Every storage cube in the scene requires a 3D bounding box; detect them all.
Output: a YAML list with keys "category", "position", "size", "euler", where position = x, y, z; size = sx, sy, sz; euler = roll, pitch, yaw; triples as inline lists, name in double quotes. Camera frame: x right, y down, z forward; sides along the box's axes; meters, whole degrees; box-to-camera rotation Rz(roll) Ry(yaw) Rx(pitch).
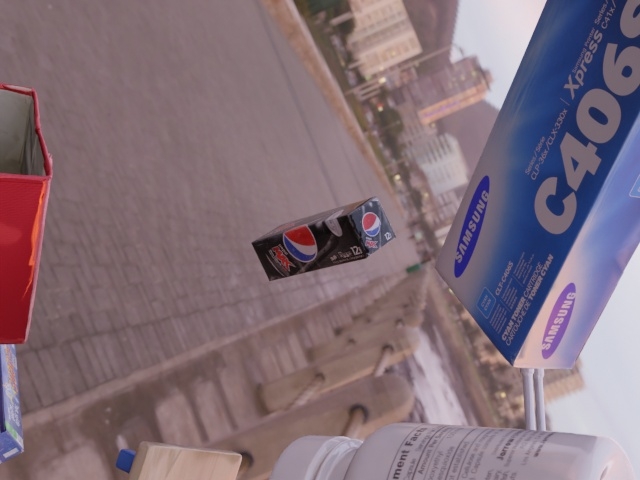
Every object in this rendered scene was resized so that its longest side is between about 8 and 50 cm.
- category: "storage cube"
  position: [-0.370, -0.031, 0.842]
  size: [0.184, 0.214, 0.193]
  euler: [-120, -140, -49]

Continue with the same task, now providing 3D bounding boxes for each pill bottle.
- category: "pill bottle"
  position: [0.082, 0.189, 0.594]
  size: [0.131, 0.229, 0.131]
  euler: [8, 80, -55]

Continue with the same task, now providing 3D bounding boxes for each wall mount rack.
- category: "wall mount rack"
  position: [0.335, 0.294, 1.168]
  size: [0.304, 0.130, 0.350]
  euler: [49, 5, 19]

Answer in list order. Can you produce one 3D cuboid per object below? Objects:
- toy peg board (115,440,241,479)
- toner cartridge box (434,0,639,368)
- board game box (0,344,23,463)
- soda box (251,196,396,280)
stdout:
- category: "toy peg board"
  position: [-0.175, 0.277, 0.899]
  size: [0.160, 0.079, 0.161]
  euler: [29, 76, -58]
- category: "toner cartridge box"
  position: [0.224, -0.072, 0.793]
  size: [0.165, 0.075, 0.348]
  euler: [-122, -137, -52]
- category: "board game box"
  position: [-0.391, 0.184, 0.957]
  size: [0.035, 0.136, 0.201]
  euler: [65, -6, -33]
- category: "soda box"
  position: [0.000, 0.000, 1.017]
  size: [0.060, 0.169, 0.053]
  euler: [-33, 102, -43]
